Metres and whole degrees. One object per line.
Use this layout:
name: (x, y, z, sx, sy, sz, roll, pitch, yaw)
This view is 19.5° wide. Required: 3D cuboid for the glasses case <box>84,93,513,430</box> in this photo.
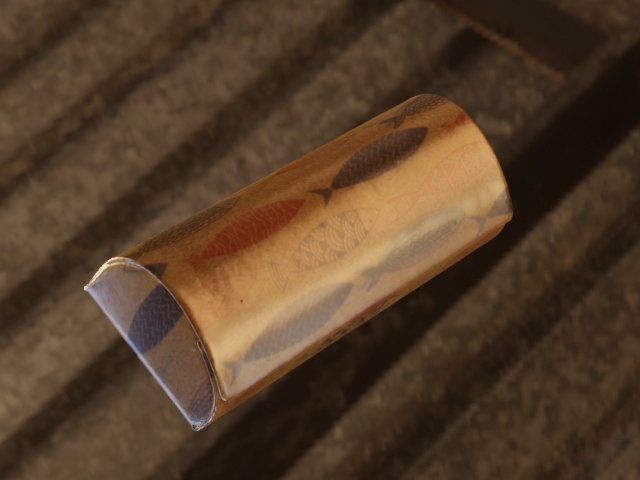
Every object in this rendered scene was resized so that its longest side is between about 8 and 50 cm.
glasses case: (0.000, 0.000, 0.671, 0.170, 0.041, 0.065, -30, -102, -43)
